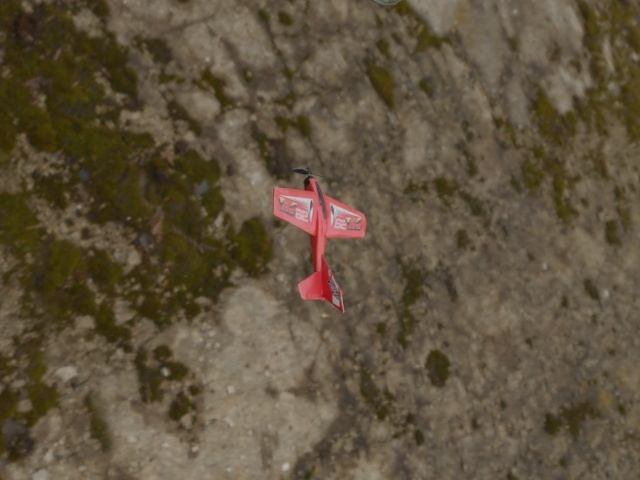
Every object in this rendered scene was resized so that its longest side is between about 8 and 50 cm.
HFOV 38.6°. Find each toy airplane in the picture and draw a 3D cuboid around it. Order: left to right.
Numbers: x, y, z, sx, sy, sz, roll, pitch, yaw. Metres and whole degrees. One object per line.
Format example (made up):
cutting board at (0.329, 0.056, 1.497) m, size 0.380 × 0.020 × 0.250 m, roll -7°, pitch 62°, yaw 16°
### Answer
toy airplane at (0.000, 0.000, 0.874) m, size 0.151 × 0.028 × 0.151 m, roll 32°, pitch 47°, yaw -42°

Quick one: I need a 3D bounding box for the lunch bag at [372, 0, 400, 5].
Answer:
lunch bag at (0.049, -0.527, 1.336) m, size 0.305 × 0.212 × 0.256 m, roll 31°, pitch 28°, yaw -33°
